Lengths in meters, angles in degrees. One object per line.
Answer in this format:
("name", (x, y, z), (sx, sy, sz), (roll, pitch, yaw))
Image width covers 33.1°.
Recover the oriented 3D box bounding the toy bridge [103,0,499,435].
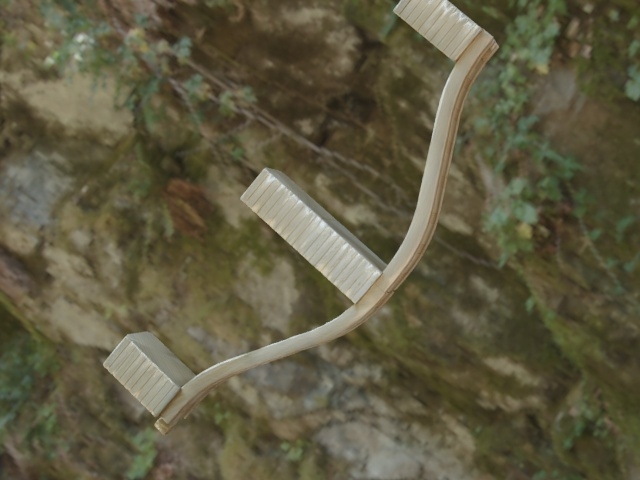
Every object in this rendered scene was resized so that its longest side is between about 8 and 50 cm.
("toy bridge", (0.000, 0.000, 0.387), (0.188, 0.063, 0.026), (-50, -12, 9))
